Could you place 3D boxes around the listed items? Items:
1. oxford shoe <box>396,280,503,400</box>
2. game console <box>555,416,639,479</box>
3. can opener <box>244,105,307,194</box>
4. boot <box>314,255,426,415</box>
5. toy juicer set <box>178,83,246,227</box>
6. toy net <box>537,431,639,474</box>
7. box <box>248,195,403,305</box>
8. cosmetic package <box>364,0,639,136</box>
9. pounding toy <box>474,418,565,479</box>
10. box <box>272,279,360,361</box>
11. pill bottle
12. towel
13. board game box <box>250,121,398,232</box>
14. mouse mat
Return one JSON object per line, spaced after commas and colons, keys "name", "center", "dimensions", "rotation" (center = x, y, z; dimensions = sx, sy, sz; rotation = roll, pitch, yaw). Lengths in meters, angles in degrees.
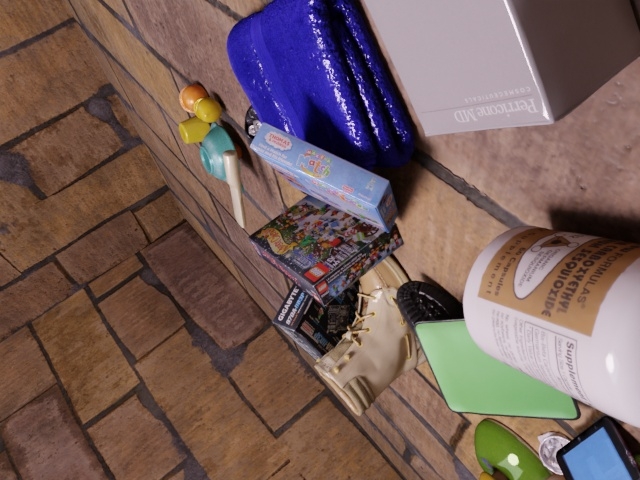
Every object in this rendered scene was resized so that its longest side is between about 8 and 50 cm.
{"name": "oxford shoe", "center": [0.194, 0.155, 0.807], "dimensions": [0.227, 0.083, 0.096], "rotation": [48, 165, 20]}
{"name": "game console", "center": [0.316, 0.303, 0.652], "dimensions": [0.085, 0.124, 0.144], "rotation": [42, 147, 24]}
{"name": "can opener", "center": [-0.065, -0.162, 0.953], "dimensions": [0.186, 0.073, 0.059], "rotation": [50, 125, 3]}
{"name": "boot", "center": [0.066, 0.142, 0.918], "dimensions": [0.261, 0.204, 0.095], "rotation": [59, 164, -16]}
{"name": "toy juicer set", "center": [-0.216, -0.215, 1.216], "dimensions": [0.329, 0.090, 0.209], "rotation": [55, 154, 25]}
{"name": "toy net", "center": [0.355, 0.304, 0.726], "dimensions": [0.122, 0.045, 0.232], "rotation": [56, 164, -10]}
{"name": "box", "center": [0.000, 0.000, 0.891], "dimensions": [0.233, 0.159, 0.044], "rotation": [31, 152, 54]}
{"name": "cosmetic package", "center": [0.088, -0.191, 0.340], "dimensions": [0.237, 0.107, 0.127], "rotation": [62, 160, -17]}
{"name": "pounding toy", "center": [0.331, 0.429, 0.941], "dimensions": [0.237, 0.110, 0.182], "rotation": [27, 150, 59]}
{"name": "box", "center": [0.021, 0.124, 0.988], "dimensions": [0.051, 0.175, 0.220], "rotation": [16, 157, 34]}
{"name": "pill bottle", "center": [0.232, 0.067, 0.417], "dimensions": [0.131, 0.131, 0.229], "rotation": [60, 163, -22]}
{"name": "towel", "center": [-0.023, -0.191, 0.703], "dimensions": [0.227, 0.076, 0.308], "rotation": [59, 163, -22]}
{"name": "board game box", "center": [0.016, -0.071, 0.693], "dimensions": [0.160, 0.039, 0.211], "rotation": [27, 180, 12]}
{"name": "mouse mat", "center": [0.221, 0.165, 0.708], "dimensions": [0.190, 0.007, 0.152], "rotation": [-13, 105, 46]}
